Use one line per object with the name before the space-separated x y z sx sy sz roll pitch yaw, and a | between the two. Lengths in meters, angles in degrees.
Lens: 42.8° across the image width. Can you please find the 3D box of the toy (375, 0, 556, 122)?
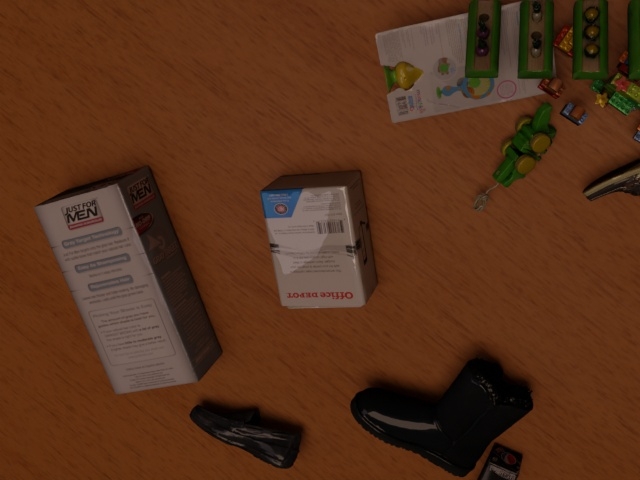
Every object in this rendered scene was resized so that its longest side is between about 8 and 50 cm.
toy | 0.203 -0.257 1.149 0.237 0.056 0.137 -12 120 5

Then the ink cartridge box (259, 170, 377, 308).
ink cartridge box | 0.000 0.000 1.315 0.148 0.086 0.203 -2 111 20

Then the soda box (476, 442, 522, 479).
soda box | 0.290 0.436 1.402 0.053 0.060 0.169 23 117 11

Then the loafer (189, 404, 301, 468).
loafer | -0.139 0.350 1.520 0.223 0.076 0.078 20 80 18

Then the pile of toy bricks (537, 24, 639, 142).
pile of toy bricks | 0.393 -0.196 1.071 0.212 0.105 0.118 33 96 3

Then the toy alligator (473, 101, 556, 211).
toy alligator | 0.291 -0.115 1.190 0.051 0.056 0.190 12 122 -31

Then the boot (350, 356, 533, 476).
boot | 0.199 0.263 1.344 0.246 0.094 0.207 29 121 -1

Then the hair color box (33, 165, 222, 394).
hair color box | -0.336 0.076 1.450 0.185 0.113 0.375 -12 107 23

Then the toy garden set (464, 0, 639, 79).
toy garden set | 0.313 -0.307 1.044 0.244 0.049 0.204 3 70 12

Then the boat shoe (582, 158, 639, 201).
boat shoe | 0.445 -0.085 1.142 0.152 0.056 0.049 -25 96 26
